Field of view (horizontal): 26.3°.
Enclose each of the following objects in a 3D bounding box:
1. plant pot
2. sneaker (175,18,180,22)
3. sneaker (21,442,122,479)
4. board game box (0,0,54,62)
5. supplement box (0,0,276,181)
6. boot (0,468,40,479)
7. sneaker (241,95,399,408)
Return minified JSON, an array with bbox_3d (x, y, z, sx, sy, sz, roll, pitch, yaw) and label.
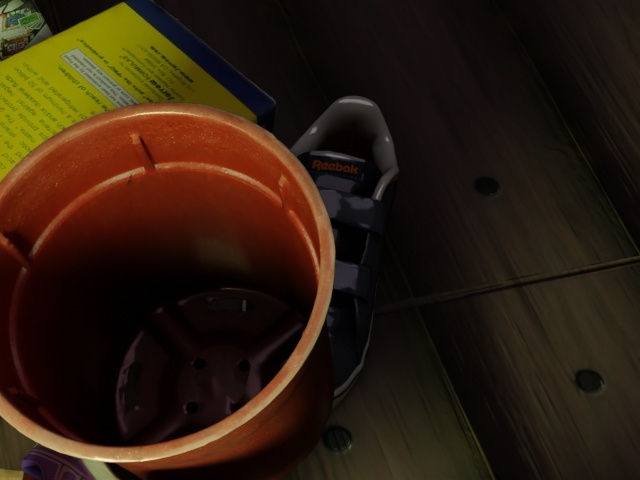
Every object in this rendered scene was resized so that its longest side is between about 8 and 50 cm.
[{"bbox_3d":[-0.104,0.076,1.068,0.272,0.265,0.272,-4,65,8],"label":"plant pot"},{"bbox_3d":[-0.192,-0.203,1.473,0.057,0.047,0.119,16,48,20],"label":"sneaker"},{"bbox_3d":[-0.184,0.223,1.114,0.071,0.068,0.170,-37,54,-15],"label":"sneaker"},{"bbox_3d":[-0.373,-0.142,1.298,0.260,0.030,0.136,-29,102,-5],"label":"board game box"},{"bbox_3d":[-0.237,-0.031,1.221,0.356,0.194,0.195,-34,62,-30],"label":"supplement box"},{"bbox_3d":[-0.156,0.283,0.991,0.295,0.104,0.211,2,70,19],"label":"boot"},{"bbox_3d":[0.000,0.000,1.275,0.126,0.127,0.321,10,51,-2],"label":"sneaker"}]
